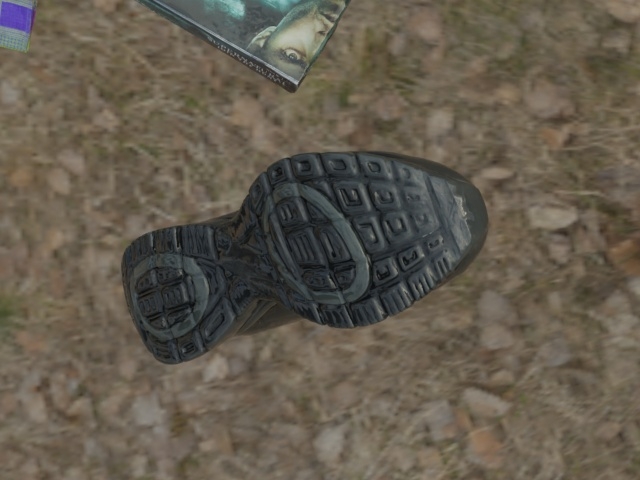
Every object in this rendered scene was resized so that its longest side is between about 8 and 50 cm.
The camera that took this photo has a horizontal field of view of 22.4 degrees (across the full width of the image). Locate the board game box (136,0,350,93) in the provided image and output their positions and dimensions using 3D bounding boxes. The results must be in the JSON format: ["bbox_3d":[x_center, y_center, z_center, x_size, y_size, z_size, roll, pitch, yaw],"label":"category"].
[{"bbox_3d":[-0.064,-0.191,1.009,0.186,0.026,0.126,30,77,-1],"label":"board game box"}]

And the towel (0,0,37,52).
[{"bbox_3d":[-0.285,-0.210,1.443,0.060,0.009,0.083,13,123,-4],"label":"towel"}]

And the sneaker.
[{"bbox_3d":[0.000,0.000,1.004,0.286,0.130,0.109,-13,93,45],"label":"sneaker"}]
